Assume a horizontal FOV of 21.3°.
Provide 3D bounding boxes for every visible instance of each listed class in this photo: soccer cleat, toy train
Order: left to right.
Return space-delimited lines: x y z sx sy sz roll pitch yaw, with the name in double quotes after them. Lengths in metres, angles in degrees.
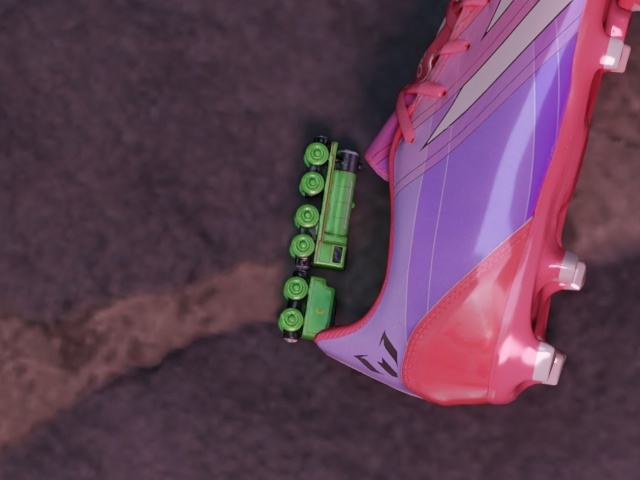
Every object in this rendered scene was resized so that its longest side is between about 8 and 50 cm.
0.000 0.000 0.672 0.023 0.017 0.083 10 81 -3 "toy train"
0.067 -0.060 0.646 0.095 0.083 0.248 11 84 12 "soccer cleat"
